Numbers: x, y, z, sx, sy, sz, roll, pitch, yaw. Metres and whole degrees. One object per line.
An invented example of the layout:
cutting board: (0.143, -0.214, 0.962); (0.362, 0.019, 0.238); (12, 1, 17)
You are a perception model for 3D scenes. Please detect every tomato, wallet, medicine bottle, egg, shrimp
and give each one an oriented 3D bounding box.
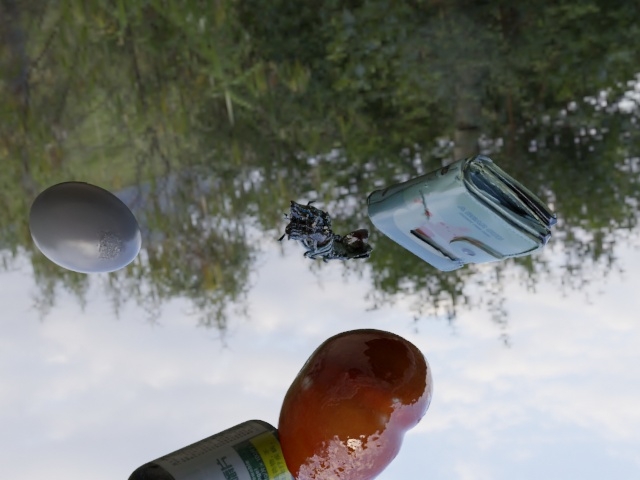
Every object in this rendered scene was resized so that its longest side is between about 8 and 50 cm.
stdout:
tomato: (0.047, 0.232, 1.461); (0.180, 0.259, 0.260); (34, -166, -1)
wallet: (0.195, -0.036, 1.460); (0.250, 0.176, 0.075); (-18, -140, 61)
medicine bottle: (-0.179, 0.364, 1.479); (0.293, 0.141, 0.141); (-15, -168, -42)
egg: (-0.390, -0.019, 1.715); (0.199, 0.146, 0.146); (24, -162, 9)
shrimp: (-0.003, 0.002, 1.283); (0.076, 0.082, 0.174); (-26, 154, 25)
